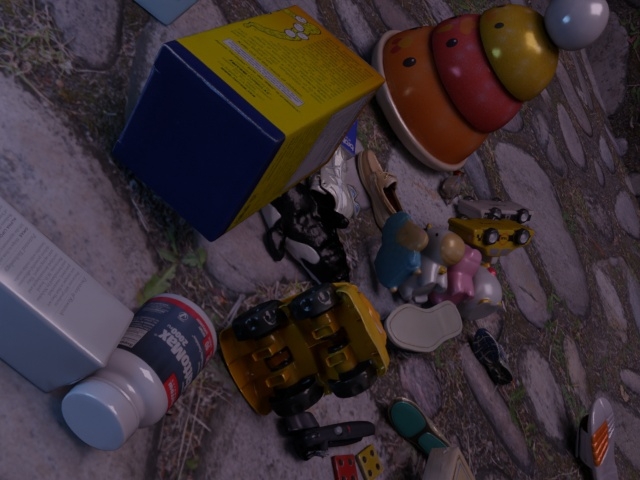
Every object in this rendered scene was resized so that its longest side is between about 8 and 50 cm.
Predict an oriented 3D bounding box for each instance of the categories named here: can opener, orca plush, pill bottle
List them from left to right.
[{"bbox_3d":[-0.206,0.151,0.898,0.108,0.108,0.180,55,36,-13],"label":"pill bottle"},{"bbox_3d":[0.000,0.000,1.262,0.151,0.102,0.287,-16,83,-55],"label":"orca plush"},{"bbox_3d":[0.023,0.284,1.153,0.186,0.059,0.073,12,59,-48],"label":"can opener"}]

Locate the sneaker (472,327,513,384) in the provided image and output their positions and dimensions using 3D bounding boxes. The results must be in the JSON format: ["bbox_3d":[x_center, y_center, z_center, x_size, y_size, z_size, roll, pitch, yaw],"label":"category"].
[{"bbox_3d":[0.358,0.235,1.633,0.135,0.052,0.058,61,24,-17],"label":"sneaker"}]

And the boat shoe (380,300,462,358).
[{"bbox_3d":[0.167,0.157,1.402,0.254,0.079,0.095,-12,77,-57],"label":"boat shoe"}]

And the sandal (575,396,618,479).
[{"bbox_3d":[0.626,0.489,1.802,0.101,0.076,0.266,-16,103,-40],"label":"sandal"}]

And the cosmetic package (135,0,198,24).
[{"bbox_3d":[-0.125,-0.544,1.134,0.161,0.453,0.230,34,44,-36],"label":"cosmetic package"}]

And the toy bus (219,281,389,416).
[{"bbox_3d":[0.005,0.126,1.101,0.150,0.220,0.211,64,28,-6],"label":"toy bus"}]

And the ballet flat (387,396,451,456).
[{"bbox_3d":[0.164,0.316,1.335,0.168,0.057,0.052,51,9,-24],"label":"ballet flat"}]

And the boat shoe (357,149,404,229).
[{"bbox_3d":[0.124,-0.104,1.525,0.063,0.059,0.170,-6,74,-53],"label":"boat shoe"}]

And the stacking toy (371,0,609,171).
[{"bbox_3d":[0.380,-0.388,1.665,0.350,0.479,0.351,31,46,-39],"label":"stacking toy"}]

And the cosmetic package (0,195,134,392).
[{"bbox_3d":[-0.321,0.048,0.807,0.231,0.117,0.086,47,40,-25],"label":"cosmetic package"}]

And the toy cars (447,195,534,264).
[{"bbox_3d":[0.375,-0.023,1.724,0.393,0.176,0.087,-41,146,-70],"label":"toy cars"}]

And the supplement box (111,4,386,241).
[{"bbox_3d":[-0.091,-0.185,1.134,0.195,0.194,0.356,41,35,6],"label":"supplement box"}]

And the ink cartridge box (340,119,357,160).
[{"bbox_3d":[-0.015,-0.238,1.440,0.207,0.046,0.097,35,45,-35],"label":"ink cartridge box"}]

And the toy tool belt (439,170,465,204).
[{"bbox_3d":[0.302,-0.120,1.783,0.083,0.052,0.051,-52,142,-49],"label":"toy tool belt"}]

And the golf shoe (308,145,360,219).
[{"bbox_3d":[0.008,-0.114,1.380,0.086,0.069,0.176,-19,83,-49],"label":"golf shoe"}]

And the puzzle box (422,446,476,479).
[{"bbox_3d":[0.195,0.552,1.168,0.272,0.052,0.409,61,33,-25],"label":"puzzle box"}]

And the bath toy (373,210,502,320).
[{"bbox_3d":[0.244,0.053,1.516,0.348,0.151,0.129,25,39,-47],"label":"bath toy"}]

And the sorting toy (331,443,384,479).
[{"bbox_3d":[0.090,0.436,1.157,0.132,0.046,0.275,18,55,-46],"label":"sorting toy"}]
